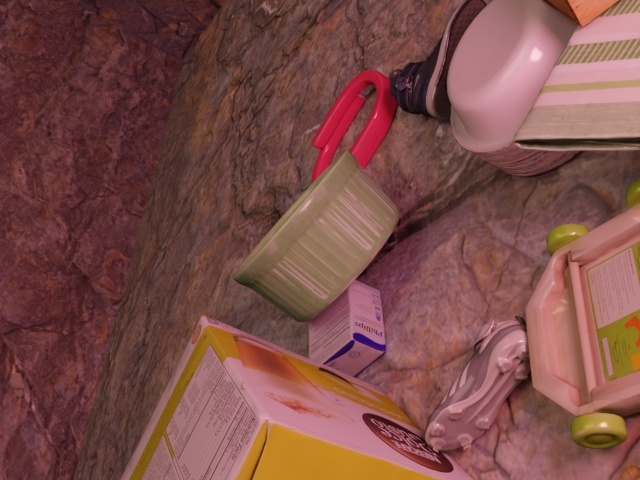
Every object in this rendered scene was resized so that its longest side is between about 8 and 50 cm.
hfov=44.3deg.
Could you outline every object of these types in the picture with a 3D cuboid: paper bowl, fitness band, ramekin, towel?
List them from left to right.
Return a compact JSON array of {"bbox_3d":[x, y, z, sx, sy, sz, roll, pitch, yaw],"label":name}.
[{"bbox_3d":[0.000,0.000,1.382,0.303,0.148,0.303,-48,5,6],"label":"ramekin"},{"bbox_3d":[0.064,-0.225,1.683,0.290,0.054,0.209,-58,29,18],"label":"fitness band"},{"bbox_3d":[0.295,-0.249,1.136,0.284,0.148,0.284,-46,31,38],"label":"paper bowl"},{"bbox_3d":[0.387,-0.218,0.865,0.248,0.038,0.324,7,56,45],"label":"towel"}]

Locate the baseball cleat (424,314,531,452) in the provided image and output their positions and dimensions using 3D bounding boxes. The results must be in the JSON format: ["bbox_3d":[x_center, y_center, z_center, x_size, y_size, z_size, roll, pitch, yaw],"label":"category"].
[{"bbox_3d":[0.210,0.187,1.036,0.206,0.072,0.109,-50,15,21],"label":"baseball cleat"}]

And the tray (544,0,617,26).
[{"bbox_3d":[0.437,-0.442,0.956,0.411,0.076,0.202,-35,33,11],"label":"tray"}]

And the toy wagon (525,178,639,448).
[{"bbox_3d":[0.360,0.060,0.833,0.344,0.068,0.267,-38,37,44],"label":"toy wagon"}]

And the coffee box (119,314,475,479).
[{"bbox_3d":[-0.054,0.358,1.063,0.338,0.338,0.334,-63,25,4],"label":"coffee box"}]

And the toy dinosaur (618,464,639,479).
[{"bbox_3d":[0.312,0.272,0.782,0.092,0.053,0.183,-98,28,-67],"label":"toy dinosaur"}]

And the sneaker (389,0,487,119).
[{"bbox_3d":[0.211,-0.335,1.443,0.163,0.086,0.226,23,90,62],"label":"sneaker"}]

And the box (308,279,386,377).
[{"bbox_3d":[0.043,0.158,1.358,0.126,0.072,0.137,-45,32,36],"label":"box"}]
